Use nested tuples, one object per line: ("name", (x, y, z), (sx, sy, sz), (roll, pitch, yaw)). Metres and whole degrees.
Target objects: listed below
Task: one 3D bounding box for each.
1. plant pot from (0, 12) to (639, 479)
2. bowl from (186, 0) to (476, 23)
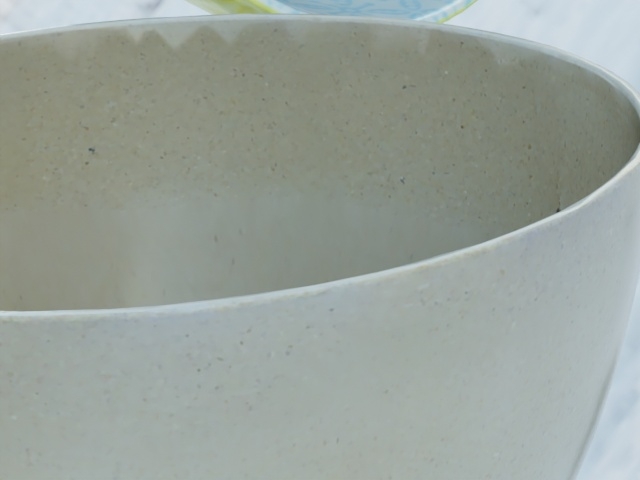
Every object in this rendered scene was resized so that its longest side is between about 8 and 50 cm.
("plant pot", (-0.044, 0.056, 0.593), (0.284, 0.284, 0.190), (-90, -3, -70))
("bowl", (-0.037, -0.228, 0.921), (0.156, 0.289, 0.289), (-4, 47, 51))
